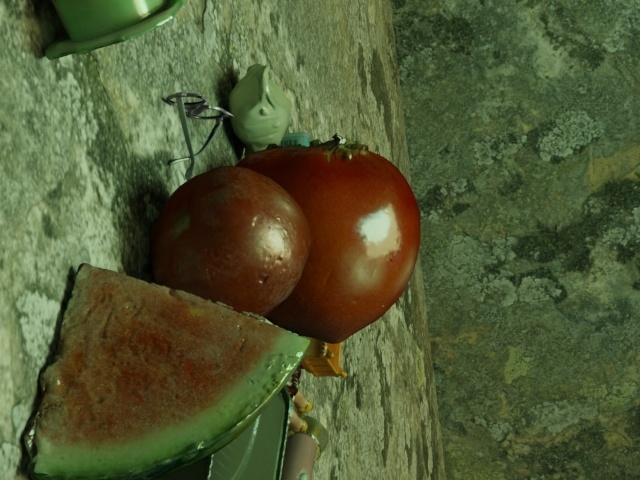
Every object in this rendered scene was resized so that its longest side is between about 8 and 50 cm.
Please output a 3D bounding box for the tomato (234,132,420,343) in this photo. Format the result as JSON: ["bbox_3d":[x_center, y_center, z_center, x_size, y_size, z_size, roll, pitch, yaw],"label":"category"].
[{"bbox_3d":[0.000,0.000,1.446,0.321,0.321,0.322,-4,90,-75],"label":"tomato"}]

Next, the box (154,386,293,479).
[{"bbox_3d":[-0.134,0.275,1.221,0.178,0.138,0.274,59,30,-51],"label":"box"}]

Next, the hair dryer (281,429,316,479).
[{"bbox_3d":[-0.040,0.397,1.336,0.125,0.210,0.352,39,36,-23],"label":"hair dryer"}]

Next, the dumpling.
[{"bbox_3d":[-0.101,-0.225,1.540,0.169,0.099,0.134,69,10,-53],"label":"dumpling"}]

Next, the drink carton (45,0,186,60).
[{"bbox_3d":[-0.232,-0.289,0.985,0.146,0.144,0.142,-72,148,-56],"label":"drink carton"}]

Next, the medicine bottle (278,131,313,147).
[{"bbox_3d":[-0.050,-0.084,1.695,0.119,0.094,0.188,52,36,-61],"label":"medicine bottle"}]

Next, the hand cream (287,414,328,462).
[{"bbox_3d":[-0.051,0.387,1.617,0.203,0.084,0.084,-59,143,-57],"label":"hand cream"}]

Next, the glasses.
[{"bbox_3d":[-0.170,-0.141,1.318,0.140,0.062,0.104,30,59,-71],"label":"glasses"}]

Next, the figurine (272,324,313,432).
[{"bbox_3d":[-0.083,0.215,1.451,0.240,0.115,0.175,69,23,-49],"label":"figurine"}]

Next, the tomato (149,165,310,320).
[{"bbox_3d":[-0.110,0.012,1.214,0.184,0.208,0.208,28,53,-36],"label":"tomato"}]

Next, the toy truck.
[{"bbox_3d":[-0.004,0.109,1.742,0.114,0.135,0.271,62,28,-56],"label":"toy truck"}]

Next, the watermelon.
[{"bbox_3d":[-0.175,0.150,1.022,0.310,0.231,0.193,-37,142,-16],"label":"watermelon"}]
